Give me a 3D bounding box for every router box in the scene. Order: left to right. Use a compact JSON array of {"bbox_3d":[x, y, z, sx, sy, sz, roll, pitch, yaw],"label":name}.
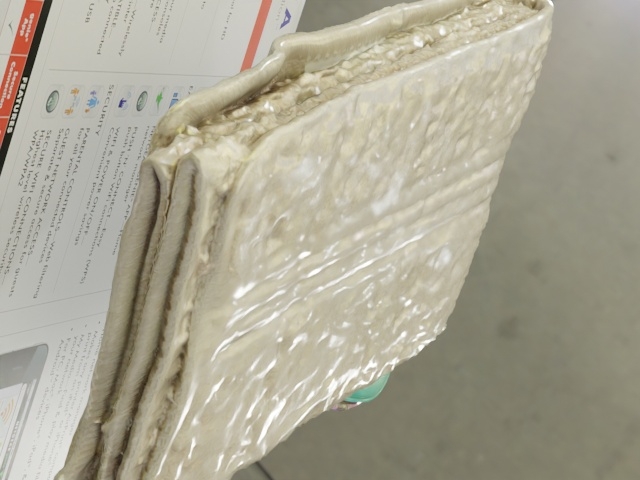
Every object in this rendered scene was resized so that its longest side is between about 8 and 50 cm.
[{"bbox_3d":[-0.121,-0.023,0.708,0.301,0.082,0.335,-10,120,-70],"label":"router box"}]

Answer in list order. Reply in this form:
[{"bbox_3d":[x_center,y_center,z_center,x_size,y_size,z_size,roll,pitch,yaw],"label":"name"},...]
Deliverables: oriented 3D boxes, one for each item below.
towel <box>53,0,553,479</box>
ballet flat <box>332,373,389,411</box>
[{"bbox_3d":[0.000,0.000,0.746,0.282,0.049,0.187,-26,140,-54],"label":"towel"},{"bbox_3d":[-0.035,0.056,1.019,0.221,0.079,0.077,18,89,-62],"label":"ballet flat"}]
